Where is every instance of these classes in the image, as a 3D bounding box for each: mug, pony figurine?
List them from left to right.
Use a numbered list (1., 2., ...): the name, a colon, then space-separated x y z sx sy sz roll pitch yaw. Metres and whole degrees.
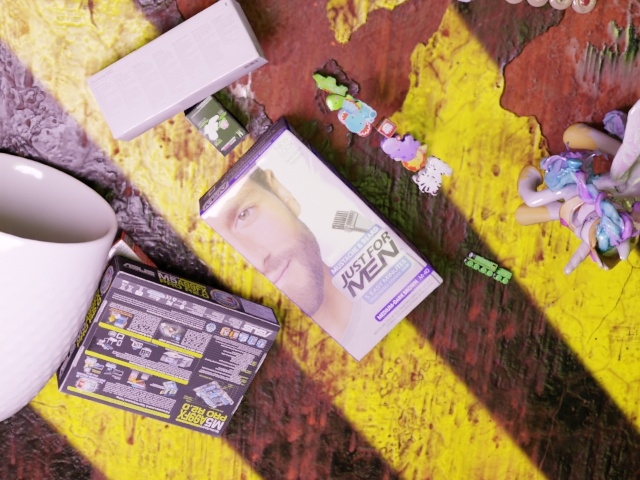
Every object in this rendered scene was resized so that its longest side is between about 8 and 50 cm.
1. mug: -0.504 0.057 1.648 0.374 0.276 0.328 29 111 16
2. pony figurine: 0.454 -0.082 1.666 0.351 0.363 0.302 -28 108 1

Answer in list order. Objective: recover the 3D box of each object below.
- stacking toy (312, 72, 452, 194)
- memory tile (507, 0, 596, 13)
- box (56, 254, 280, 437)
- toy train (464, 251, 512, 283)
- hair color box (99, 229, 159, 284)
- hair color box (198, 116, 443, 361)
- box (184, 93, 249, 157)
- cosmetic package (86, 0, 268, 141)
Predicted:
1. stacking toy: 0.082 -0.156 1.695 0.221 0.167 0.052 34 99 -17
2. memory tile: 0.347 -0.400 1.740 0.148 0.012 0.113 6 105 -9
3. box: -0.226 0.162 1.750 0.270 0.060 0.216 20 109 -24
4. toy train: 0.266 0.043 1.859 0.083 0.017 0.023 26 91 -14
5. hair color box: -0.279 0.079 1.774 0.093 0.053 0.167 -39 107 6
6. hair color box: 0.000 0.000 1.763 0.339 0.110 0.185 43 98 -15
7. box: -0.152 -0.172 1.712 0.052 0.062 0.083 -43 107 4
8. cosmetic package: -0.201 -0.239 1.651 0.239 0.060 0.099 -27 85 12
